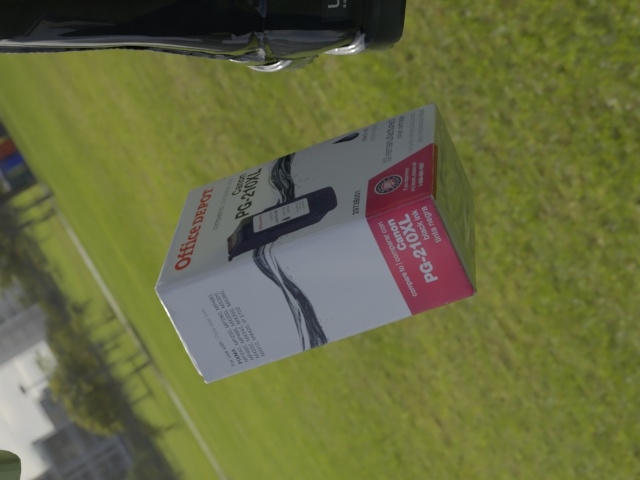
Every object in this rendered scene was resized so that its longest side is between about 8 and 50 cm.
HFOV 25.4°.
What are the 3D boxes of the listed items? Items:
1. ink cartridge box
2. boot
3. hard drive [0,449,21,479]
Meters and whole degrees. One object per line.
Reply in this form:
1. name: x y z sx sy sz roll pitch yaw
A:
1. ink cartridge box: 0.000 0.000 1.156 0.172 0.237 0.100 -80 -32 -60
2. boot: -0.200 -0.216 1.270 0.367 0.445 0.146 -175 79 -66
3. hard drive: -0.344 0.147 0.864 0.307 0.203 0.040 21 -108 -74
